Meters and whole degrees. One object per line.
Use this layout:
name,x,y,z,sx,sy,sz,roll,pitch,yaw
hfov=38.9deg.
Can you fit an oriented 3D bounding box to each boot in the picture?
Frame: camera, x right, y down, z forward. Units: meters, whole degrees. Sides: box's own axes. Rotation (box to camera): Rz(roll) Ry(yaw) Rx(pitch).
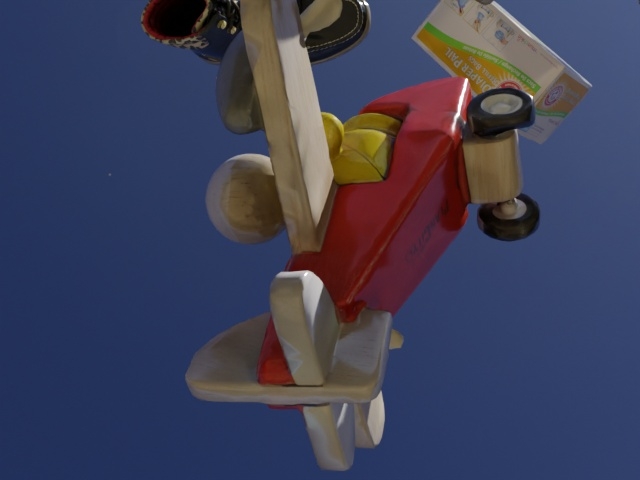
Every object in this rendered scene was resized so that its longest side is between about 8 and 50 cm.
boot,-0.073,-0.253,1.059,0.236,0.178,0.085,-3,-88,19

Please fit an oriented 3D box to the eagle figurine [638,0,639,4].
eagle figurine,0.554,-0.458,1.258,0.226,0.298,0.225,51,-126,0

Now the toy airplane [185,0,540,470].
toy airplane,0.000,0.000,0.790,0.272,0.384,0.386,14,-89,31

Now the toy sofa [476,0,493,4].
toy sofa,0.093,-0.324,0.469,0.177,0.150,0.363,1,-53,-51

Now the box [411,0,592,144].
box,0.238,-0.235,1.194,0.103,0.114,0.203,-50,-118,20
